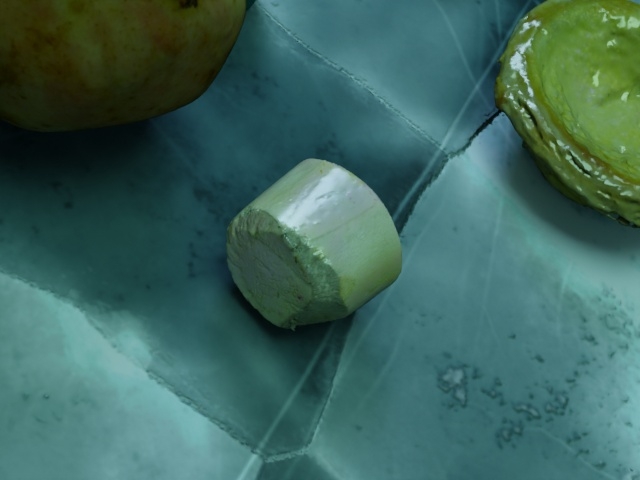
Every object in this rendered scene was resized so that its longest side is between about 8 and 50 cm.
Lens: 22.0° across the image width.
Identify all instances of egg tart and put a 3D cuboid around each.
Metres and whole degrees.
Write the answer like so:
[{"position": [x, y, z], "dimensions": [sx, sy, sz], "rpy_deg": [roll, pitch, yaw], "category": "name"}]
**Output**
[{"position": [0.319, -0.131, 1.802], "dimensions": [0.315, 0.120, 0.315], "rpy_deg": [11, 56, -18], "category": "egg tart"}]

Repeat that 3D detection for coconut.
[{"position": [0.000, 0.000, 1.554], "dimensions": [0.147, 0.147, 0.152], "rpy_deg": [48, 51, 7], "category": "coconut"}]

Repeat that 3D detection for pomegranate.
[{"position": [-0.216, -0.254, 1.512], "dimensions": [0.342, 0.342, 0.343], "rpy_deg": [12, 57, -19], "category": "pomegranate"}]

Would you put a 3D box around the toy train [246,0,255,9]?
[{"position": [-0.122, -0.328, 1.717], "dimensions": [0.154, 0.107, 0.198], "rpy_deg": [-3, 63, -35], "category": "toy train"}]
